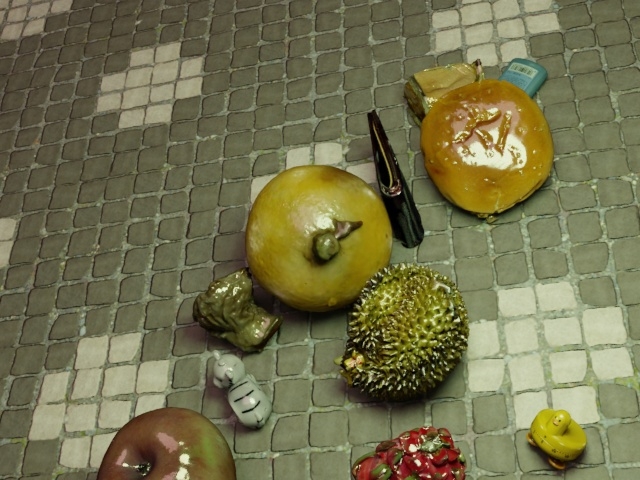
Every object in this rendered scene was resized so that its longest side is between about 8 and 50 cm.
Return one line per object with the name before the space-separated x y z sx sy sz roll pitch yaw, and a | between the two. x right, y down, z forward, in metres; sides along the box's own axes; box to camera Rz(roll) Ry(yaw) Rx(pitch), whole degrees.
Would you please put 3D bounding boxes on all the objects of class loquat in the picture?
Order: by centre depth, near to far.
loquat | 0.000 0.000 1.887 0.329 0.328 0.359 -28 9 -3

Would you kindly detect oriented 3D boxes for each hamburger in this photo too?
hamburger | 0.380 -0.210 1.997 0.290 0.170 0.314 -25 78 10
hamburger | 0.326 -0.355 2.185 0.208 0.135 0.155 -23 67 -17

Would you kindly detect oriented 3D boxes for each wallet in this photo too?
wallet | 0.163 -0.141 2.010 0.072 0.221 0.262 -18 54 11

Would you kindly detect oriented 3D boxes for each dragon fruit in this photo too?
dragon fruit | 0.143 0.457 1.614 0.273 0.198 0.218 -24 27 -1

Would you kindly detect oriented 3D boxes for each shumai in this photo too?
shumai | -0.182 0.167 1.940 0.166 0.206 0.175 -37 75 -17

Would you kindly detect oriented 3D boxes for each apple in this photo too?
apple | -0.304 0.483 1.714 0.306 0.235 0.305 -9 56 13

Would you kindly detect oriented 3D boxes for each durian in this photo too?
durian | 0.174 0.193 1.779 0.258 0.258 0.292 21 75 28

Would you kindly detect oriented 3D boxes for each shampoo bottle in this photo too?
shampoo bottle | 0.453 -0.340 2.155 0.104 0.061 0.258 28 68 28

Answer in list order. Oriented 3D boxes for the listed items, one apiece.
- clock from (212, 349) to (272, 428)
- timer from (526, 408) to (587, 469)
clock | -0.173 0.317 1.861 0.080 0.117 0.176 -35 54 -7
timer | 0.452 0.358 1.641 0.107 0.107 0.109 46 121 35
